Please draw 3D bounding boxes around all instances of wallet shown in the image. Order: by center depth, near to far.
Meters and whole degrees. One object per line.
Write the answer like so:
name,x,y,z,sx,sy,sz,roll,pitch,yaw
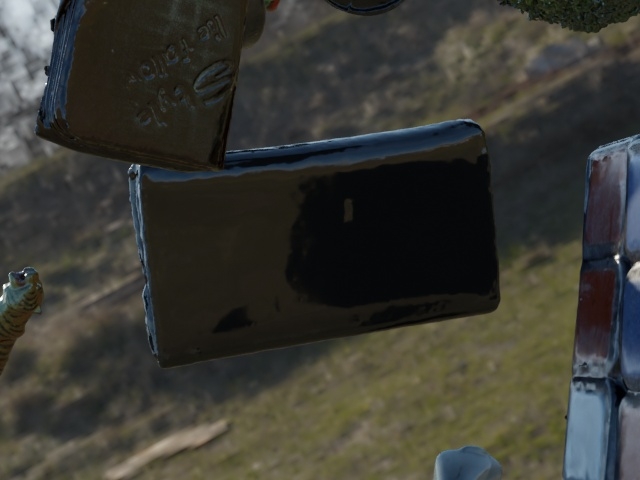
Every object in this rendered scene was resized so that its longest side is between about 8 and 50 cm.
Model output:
wallet,-0.089,-0.159,0.919,0.122,0.232,0.031,11,-2,-37
wallet,0.000,0.000,1.751,0.406,0.228,0.062,-8,8,-16

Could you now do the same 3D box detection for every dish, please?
dish,0.118,0.243,1.347,0.091,0.137,0.039,11,22,11

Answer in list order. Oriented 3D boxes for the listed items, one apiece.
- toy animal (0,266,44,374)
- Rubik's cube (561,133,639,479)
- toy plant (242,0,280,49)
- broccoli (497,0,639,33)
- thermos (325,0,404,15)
toy animal,-0.393,0.126,1.788,0.241,0.099,0.057,-60,32,23
Rubik's cube,0.437,0.080,1.376,0.363,0.362,0.359,6,-3,-14
toy plant,-0.120,-0.362,2.129,0.400,0.279,0.185,-28,41,-30
broccoli,0.314,-0.419,1.832,0.353,0.275,0.397,-51,40,12
thermos,0.066,-0.359,1.575,0.109,0.136,0.330,3,35,10
